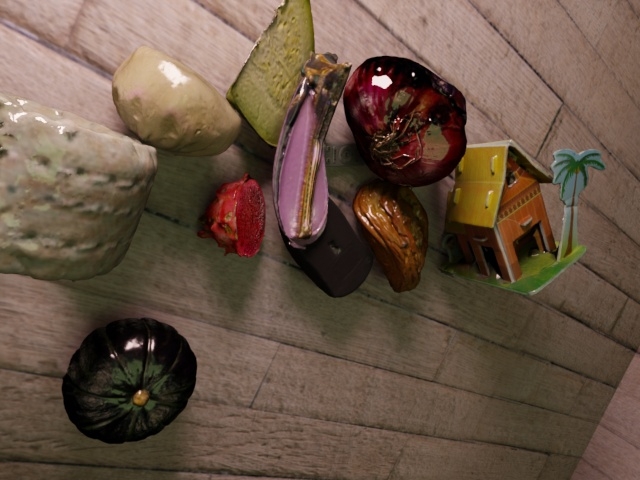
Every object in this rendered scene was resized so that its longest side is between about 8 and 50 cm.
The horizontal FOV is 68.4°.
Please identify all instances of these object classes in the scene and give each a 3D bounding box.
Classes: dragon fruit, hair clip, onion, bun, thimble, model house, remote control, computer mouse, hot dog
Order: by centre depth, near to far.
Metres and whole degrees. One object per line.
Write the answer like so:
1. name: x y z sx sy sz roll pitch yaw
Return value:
1. thimble: -0.374 -0.078 0.606 0.291 0.291 0.196 14 99 -34
2. bun: -0.224 -0.195 0.730 0.193 0.178 0.128 32 88 -50
3. hair clip: -0.020 -0.157 0.847 0.110 0.095 0.359 -28 134 -70
4. dragon fruit: -0.173 -0.047 0.864 0.110 0.153 0.153 2 110 11
5. onion: 0.158 -0.237 0.924 0.280 0.221 0.281 14 67 -37
6. remote control: 0.018 -0.177 0.972 0.183 0.027 0.050 -7 107 -34
7. computer mouse: 0.000 0.000 0.980 0.137 0.086 0.270 -46 120 -15
8. hot dog: 0.174 -0.005 1.053 0.272 0.122 0.196 61 35 -27
9. model house: 0.444 -0.107 1.111 0.340 0.300 0.324 -33 111 -18

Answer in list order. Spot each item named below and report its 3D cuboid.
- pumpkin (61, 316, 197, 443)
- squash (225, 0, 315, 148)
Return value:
1. pumpkin: -0.329 0.242 0.824 0.220 0.161 0.221 -8 106 -31
2. squash: -0.055 -0.281 0.817 0.154 0.204 0.237 34 77 -15
